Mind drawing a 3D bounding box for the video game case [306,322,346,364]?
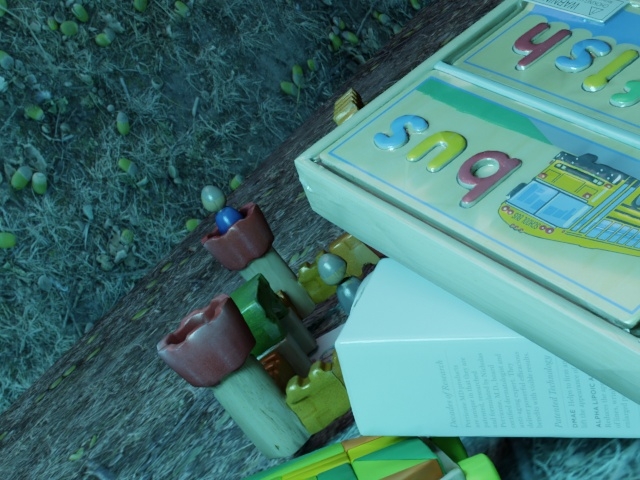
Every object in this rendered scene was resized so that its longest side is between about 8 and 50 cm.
[{"bbox_3d":[0.028,0.122,1.235,0.157,0.019,0.143,-32,14,31],"label":"video game case"}]

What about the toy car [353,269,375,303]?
[{"bbox_3d":[0.127,0.071,0.910,0.182,0.159,0.136,-38,49,-1],"label":"toy car"}]

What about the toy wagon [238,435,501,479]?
[{"bbox_3d":[-0.021,0.198,0.784,0.267,0.068,0.344,-20,0,-3],"label":"toy wagon"}]

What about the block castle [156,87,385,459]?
[{"bbox_3d":[0.000,0.000,1.214,0.303,0.213,0.453,-36,12,10],"label":"block castle"}]

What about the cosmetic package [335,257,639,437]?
[{"bbox_3d":[0.139,0.066,0.757,0.231,0.086,0.117,-5,27,24],"label":"cosmetic package"}]

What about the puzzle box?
[{"bbox_3d":[0.202,-0.043,0.727,0.272,0.052,0.409,-39,41,-18],"label":"puzzle box"}]
